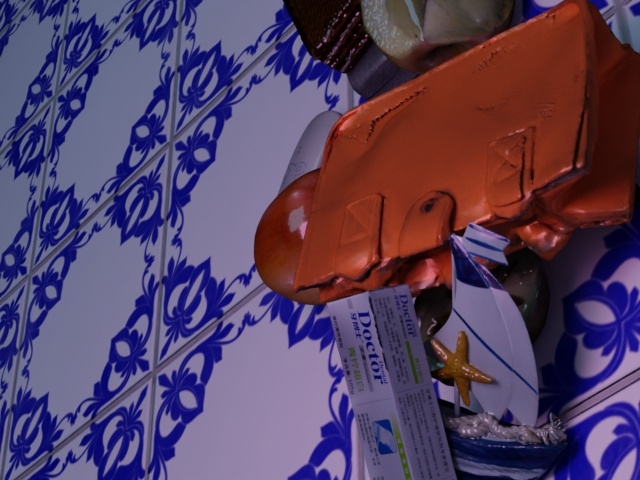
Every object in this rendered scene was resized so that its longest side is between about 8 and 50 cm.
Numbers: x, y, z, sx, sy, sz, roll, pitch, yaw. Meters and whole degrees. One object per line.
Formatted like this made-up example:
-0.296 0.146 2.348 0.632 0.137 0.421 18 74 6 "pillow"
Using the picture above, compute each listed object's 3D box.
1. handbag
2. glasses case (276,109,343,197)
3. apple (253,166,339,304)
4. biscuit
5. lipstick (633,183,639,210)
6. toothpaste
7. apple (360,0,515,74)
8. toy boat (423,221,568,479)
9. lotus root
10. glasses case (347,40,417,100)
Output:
0.163 -0.085 1.725 0.410 0.116 0.303 -24 37 37 "handbag"
-0.017 -0.079 2.205 0.092 0.059 0.233 2 70 57 "glasses case"
0.000 0.000 2.013 0.199 0.199 0.199 -38 38 38 "apple"
-0.002 -0.383 2.261 0.107 0.073 0.388 -53 31 20 "biscuit"
0.281 -0.112 1.772 0.051 0.051 0.312 -53 28 12 "lipstick"
0.090 0.218 1.631 0.081 0.067 0.336 -19 83 51 "toothpaste"
0.156 -0.313 2.004 0.207 0.174 0.188 -4 78 8 "apple"
0.173 0.119 1.616 0.220 0.067 0.291 15 111 41 "toy boat"
0.195 0.081 1.729 0.203 0.078 0.183 -49 39 26 "lotus root"
0.083 -0.337 2.236 0.131 0.074 0.323 -47 33 29 "glasses case"
